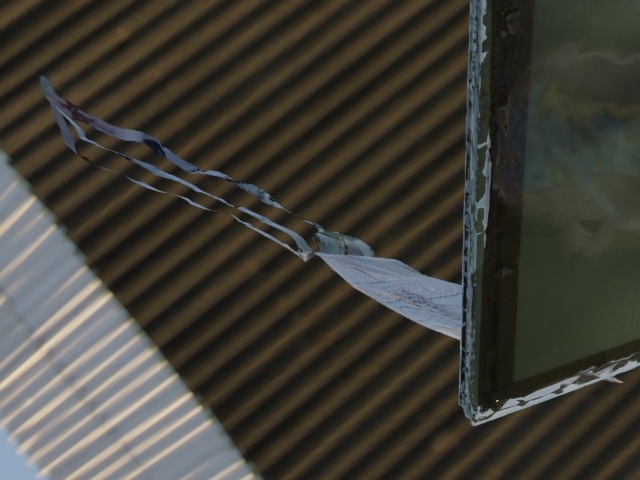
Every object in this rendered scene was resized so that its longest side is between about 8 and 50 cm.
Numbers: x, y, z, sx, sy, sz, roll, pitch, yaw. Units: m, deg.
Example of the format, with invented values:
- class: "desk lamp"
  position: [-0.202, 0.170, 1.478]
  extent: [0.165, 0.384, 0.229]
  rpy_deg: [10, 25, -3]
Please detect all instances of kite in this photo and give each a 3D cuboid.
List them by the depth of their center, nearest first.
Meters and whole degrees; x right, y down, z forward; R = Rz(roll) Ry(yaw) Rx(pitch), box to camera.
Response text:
- class: "kite"
  position: [-0.001, 0.003, 0.706]
  extent: [0.229, 0.127, 0.016]
  rpy_deg: [28, -100, -9]

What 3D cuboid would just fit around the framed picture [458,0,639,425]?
- class: "framed picture"
  position: [0.144, -0.042, 0.555]
  extent: [0.231, 0.173, 0.010]
  rpy_deg: [-17, -136, -17]
